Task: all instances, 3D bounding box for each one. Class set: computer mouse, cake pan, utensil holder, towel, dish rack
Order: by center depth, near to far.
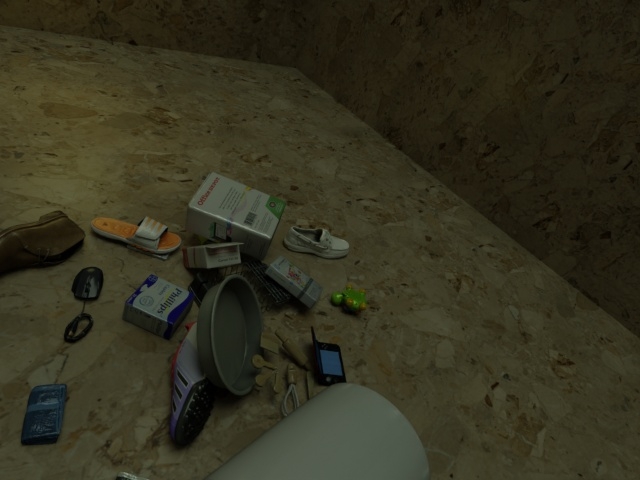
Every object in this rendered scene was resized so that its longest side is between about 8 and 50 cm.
[{"bbox_3d":[-0.017,0.486,0.766,0.327,0.328,0.385,42,36,22],"label":"utensil holder"},{"bbox_3d":[-0.558,0.348,0.851,0.067,0.029,0.119,5,40,-27],"label":"towel"},{"bbox_3d":[-0.218,0.233,1.047,0.054,0.293,0.293,-9,32,14],"label":"cake pan"},{"bbox_3d":[-0.604,0.151,1.072,0.071,0.041,0.242,10,38,-24],"label":"computer mouse"},{"bbox_3d":[-0.236,0.155,1.286,0.271,0.074,0.208,-13,52,-46],"label":"dish rack"}]

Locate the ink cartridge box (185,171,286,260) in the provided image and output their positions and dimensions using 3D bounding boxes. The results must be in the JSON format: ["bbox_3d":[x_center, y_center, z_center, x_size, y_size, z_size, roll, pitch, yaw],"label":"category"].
[{"bbox_3d":[-0.279,-0.084,1.402,0.278,0.117,0.201,22,43,-5],"label":"ink cartridge box"}]

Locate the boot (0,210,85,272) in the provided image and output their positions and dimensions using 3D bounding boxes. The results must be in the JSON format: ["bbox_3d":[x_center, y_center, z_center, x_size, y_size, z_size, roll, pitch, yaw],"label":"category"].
[{"bbox_3d":[-0.752,0.024,1.096,0.115,0.112,0.305,38,32,-2],"label":"boot"}]

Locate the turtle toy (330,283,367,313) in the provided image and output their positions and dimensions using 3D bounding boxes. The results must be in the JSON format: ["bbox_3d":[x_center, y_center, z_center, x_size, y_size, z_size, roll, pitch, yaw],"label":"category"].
[{"bbox_3d":[0.100,0.204,1.442,0.130,0.066,0.095,19,35,-9],"label":"turtle toy"}]

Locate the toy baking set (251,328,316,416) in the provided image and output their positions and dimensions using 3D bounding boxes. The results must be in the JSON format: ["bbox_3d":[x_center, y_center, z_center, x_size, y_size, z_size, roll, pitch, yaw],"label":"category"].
[{"bbox_3d":[-0.088,0.359,1.118,0.256,0.030,0.197,46,32,-5],"label":"toy baking set"}]

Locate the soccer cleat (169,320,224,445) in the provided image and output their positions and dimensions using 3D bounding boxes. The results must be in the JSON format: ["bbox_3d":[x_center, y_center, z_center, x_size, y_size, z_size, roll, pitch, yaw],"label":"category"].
[{"bbox_3d":[-0.309,0.326,1.003,0.116,0.109,0.318,-2,42,8],"label":"soccer cleat"}]

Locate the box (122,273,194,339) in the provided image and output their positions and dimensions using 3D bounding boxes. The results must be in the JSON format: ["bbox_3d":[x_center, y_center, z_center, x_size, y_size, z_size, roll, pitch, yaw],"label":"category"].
[{"bbox_3d":[-0.431,0.176,1.126,0.137,0.072,0.126,25,35,-2],"label":"box"}]

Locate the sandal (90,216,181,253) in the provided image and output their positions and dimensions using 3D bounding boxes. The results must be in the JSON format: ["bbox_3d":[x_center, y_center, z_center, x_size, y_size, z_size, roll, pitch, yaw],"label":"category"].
[{"bbox_3d":[-0.563,-0.034,1.290,0.265,0.076,0.102,15,35,-16],"label":"sandal"}]

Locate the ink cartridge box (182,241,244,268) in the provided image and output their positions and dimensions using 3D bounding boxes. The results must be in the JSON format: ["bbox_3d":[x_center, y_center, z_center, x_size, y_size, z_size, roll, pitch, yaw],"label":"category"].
[{"bbox_3d":[-0.323,0.045,1.273,0.115,0.067,0.198,-10,4,-40],"label":"ink cartridge box"}]

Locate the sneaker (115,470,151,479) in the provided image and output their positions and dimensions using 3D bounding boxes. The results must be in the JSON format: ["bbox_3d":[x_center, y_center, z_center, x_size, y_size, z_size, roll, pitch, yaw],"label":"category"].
[{"bbox_3d":[-0.360,0.478,0.815,0.083,0.031,0.035,19,48,-3],"label":"sneaker"}]

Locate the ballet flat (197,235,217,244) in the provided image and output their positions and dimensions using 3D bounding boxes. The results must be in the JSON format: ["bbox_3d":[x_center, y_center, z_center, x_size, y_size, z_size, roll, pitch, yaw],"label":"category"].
[{"bbox_3d":[-0.313,-0.010,1.463,0.230,0.077,0.077,1,63,-28],"label":"ballet flat"}]

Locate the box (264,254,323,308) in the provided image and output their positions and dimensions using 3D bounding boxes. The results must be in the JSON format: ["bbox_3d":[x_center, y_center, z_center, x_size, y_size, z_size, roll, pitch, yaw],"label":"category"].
[{"bbox_3d":[-0.083,0.132,1.379,0.186,0.038,0.145,37,14,1],"label":"box"}]

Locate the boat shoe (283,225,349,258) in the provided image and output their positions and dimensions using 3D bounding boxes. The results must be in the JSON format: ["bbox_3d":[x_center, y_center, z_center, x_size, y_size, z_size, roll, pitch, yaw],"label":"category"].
[{"bbox_3d":[0.000,0.000,1.619,0.277,0.096,0.098,7,38,-26],"label":"boat shoe"}]

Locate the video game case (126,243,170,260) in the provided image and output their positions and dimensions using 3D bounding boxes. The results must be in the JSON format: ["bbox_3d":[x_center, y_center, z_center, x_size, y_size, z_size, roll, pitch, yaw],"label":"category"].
[{"bbox_3d":[-0.532,0.015,1.326,0.122,0.011,0.087,20,34,-9],"label":"video game case"}]

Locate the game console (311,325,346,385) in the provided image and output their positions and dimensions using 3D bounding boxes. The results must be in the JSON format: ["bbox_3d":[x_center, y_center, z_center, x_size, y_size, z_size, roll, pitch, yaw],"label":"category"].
[{"bbox_3d":[0.023,0.332,1.206,0.124,0.085,0.144,13,37,-19],"label":"game console"}]
